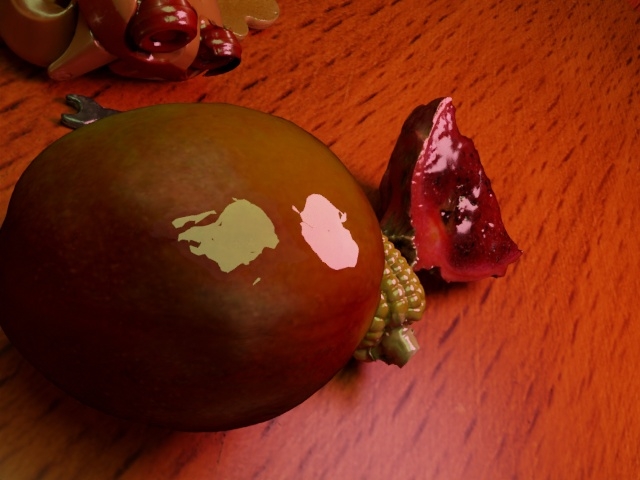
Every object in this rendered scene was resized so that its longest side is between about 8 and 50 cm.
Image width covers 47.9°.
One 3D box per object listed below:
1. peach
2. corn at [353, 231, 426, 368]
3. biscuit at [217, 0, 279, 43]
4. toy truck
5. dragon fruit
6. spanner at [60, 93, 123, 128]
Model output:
[{"bbox_3d":[-0.115,0.020,0.636,0.332,0.308,0.308,0,54,-29],"label":"peach"},{"bbox_3d":[0.000,0.000,0.841,0.130,0.130,0.347,-22,67,-42],"label":"corn"},{"bbox_3d":[-0.170,-0.359,1.105,0.240,0.035,0.158,-6,60,-35],"label":"biscuit"},{"bbox_3d":[-0.252,-0.288,0.906,0.265,0.239,0.189,1,72,-69],"label":"toy truck"},{"bbox_3d":[0.128,-0.032,0.944,0.211,0.134,0.262,-45,119,-33],"label":"dragon fruit"},{"bbox_3d":[-0.201,-0.149,0.922,0.254,0.015,0.054,4,52,-30],"label":"spanner"}]
